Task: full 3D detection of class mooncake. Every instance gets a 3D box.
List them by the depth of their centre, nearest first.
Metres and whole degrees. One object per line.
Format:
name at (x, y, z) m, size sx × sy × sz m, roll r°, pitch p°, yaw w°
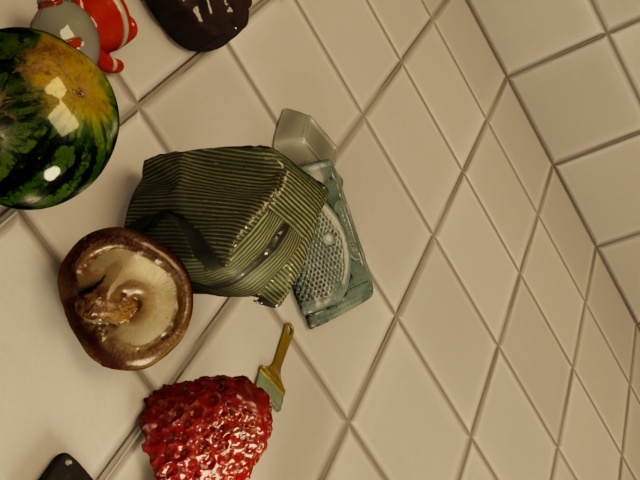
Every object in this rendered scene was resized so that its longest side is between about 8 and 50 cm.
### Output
mooncake at (-0.253, -0.542, 2.039) m, size 0.283 × 0.141 × 0.283 m, roll 30°, pitch 51°, yaw -45°

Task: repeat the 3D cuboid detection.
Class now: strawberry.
strawberry at (-0.168, 0.307, 1.599) m, size 0.234 × 0.178 × 0.234 m, roll 31°, pitch 36°, yaw -26°

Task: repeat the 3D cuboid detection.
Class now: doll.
doll at (-0.420, -0.362, 1.705) m, size 0.336 × 0.105 × 0.199 m, roll -64°, pitch 144°, yaw -58°

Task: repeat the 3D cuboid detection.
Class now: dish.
dish at (-0.008, -0.199, 2.282) m, size 0.234 × 0.064 × 0.154 m, roll 48°, pitch 36°, yaw -33°

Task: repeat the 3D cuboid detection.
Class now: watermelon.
watermelon at (-0.431, -0.181, 1.443) m, size 0.269 × 0.269 × 0.269 m, roll 34°, pitch 45°, yaw -43°

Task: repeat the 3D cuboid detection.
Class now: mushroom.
mushroom at (-0.309, 0.089, 1.546) m, size 0.194 × 0.138 × 0.231 m, roll -18°, pitch 101°, yaw -32°

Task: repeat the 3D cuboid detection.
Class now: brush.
brush at (-0.083, 0.240, 1.955) m, size 0.083 × 0.011 × 0.205 m, roll 50°, pitch 35°, yaw -27°

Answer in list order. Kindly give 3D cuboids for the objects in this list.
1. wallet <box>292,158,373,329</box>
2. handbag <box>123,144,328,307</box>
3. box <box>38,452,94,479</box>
wallet at (0.000, 0.000, 2.139) m, size 0.237 × 0.075 × 0.342 m, roll -21°, pitch 94°, yaw -48°
handbag at (-0.176, -0.024, 1.689) m, size 0.247 × 0.341 × 0.240 m, roll 37°, pitch 61°, yaw -48°
box at (-0.366, 0.387, 1.414) m, size 0.126 × 0.027 × 0.125 m, roll 56°, pitch 33°, yaw -20°
